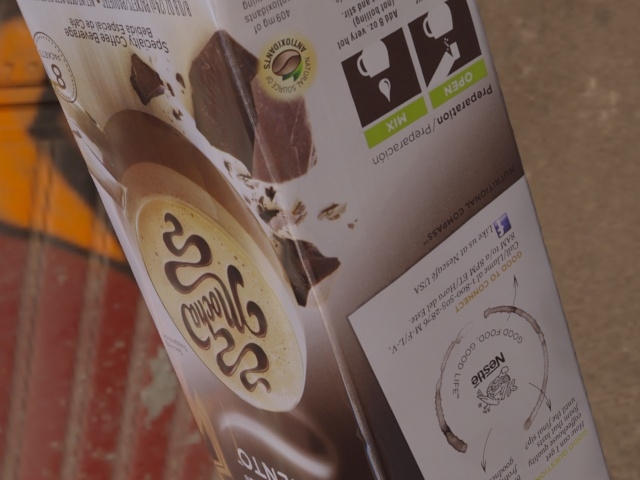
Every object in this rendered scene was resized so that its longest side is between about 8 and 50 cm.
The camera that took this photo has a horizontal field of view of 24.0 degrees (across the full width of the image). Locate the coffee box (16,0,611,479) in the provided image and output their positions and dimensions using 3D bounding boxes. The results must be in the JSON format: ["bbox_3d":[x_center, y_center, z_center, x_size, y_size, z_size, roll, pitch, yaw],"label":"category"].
[{"bbox_3d":[0.000,0.000,0.661,0.168,0.119,0.297,16,132,53],"label":"coffee box"}]
